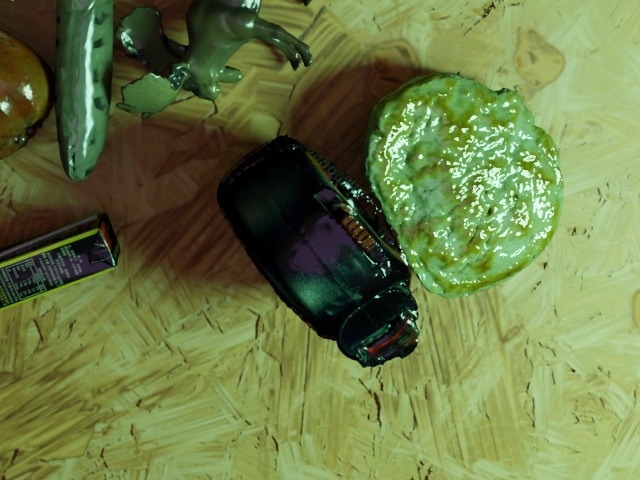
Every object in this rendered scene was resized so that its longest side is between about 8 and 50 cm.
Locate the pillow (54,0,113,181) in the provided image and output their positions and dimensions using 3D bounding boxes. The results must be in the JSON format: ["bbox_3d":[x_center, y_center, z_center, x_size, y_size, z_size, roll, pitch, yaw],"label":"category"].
[{"bbox_3d":[-0.225,-0.180,0.890,0.051,0.093,0.241,2,105,-3],"label":"pillow"}]

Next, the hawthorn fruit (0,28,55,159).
[{"bbox_3d":[-0.316,-0.140,0.879,0.128,0.128,0.128,-2,106,-7],"label":"hawthorn fruit"}]

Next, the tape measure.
[{"bbox_3d":[0.000,0.000,0.915,0.135,0.202,0.223,-38,121,4],"label":"tape measure"}]

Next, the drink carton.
[{"bbox_3d":[-0.293,0.025,0.951,0.166,0.071,0.056,-21,110,-3],"label":"drink carton"}]

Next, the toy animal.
[{"bbox_3d":[-0.101,-0.212,0.907,0.186,0.094,0.214,12,97,-15],"label":"toy animal"}]

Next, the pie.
[{"bbox_3d":[0.151,-0.062,0.978,0.201,0.090,0.248,-30,108,-9],"label":"pie"}]
